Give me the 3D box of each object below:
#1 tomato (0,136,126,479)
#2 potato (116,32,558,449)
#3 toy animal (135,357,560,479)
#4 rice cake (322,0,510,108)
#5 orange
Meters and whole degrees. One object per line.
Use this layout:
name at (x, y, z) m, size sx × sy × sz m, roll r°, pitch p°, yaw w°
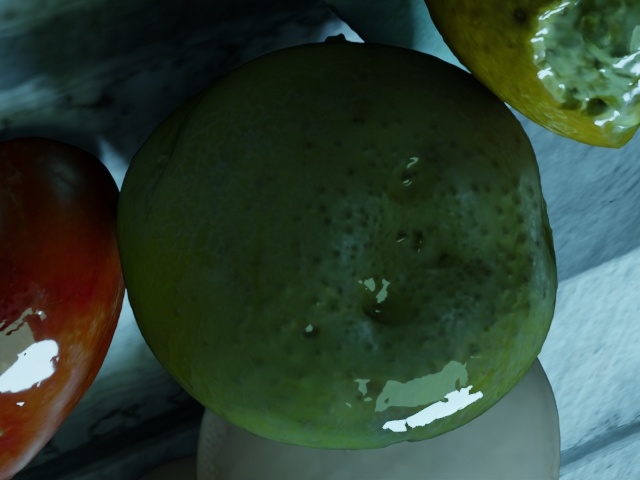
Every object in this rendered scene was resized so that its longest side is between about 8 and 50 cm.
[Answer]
tomato at (-0.139, 0.049, 0.688) m, size 0.166 × 0.082 × 0.174 m, roll -28°, pitch 151°, yaw -6°
potato at (0.000, 0.000, 0.649) m, size 0.157 × 0.157 × 0.194 m, roll -21°, pitch -173°, yaw -17°
toy animal at (-0.030, 0.180, 0.910) m, size 0.278 × 0.345 × 0.247 m, roll 1°, pitch 179°, yaw -15°
rice cake at (0.031, -0.092, 0.665) m, size 0.043 × 0.034 × 0.211 m, roll -44°, pitch 151°, yaw 9°
orange at (0.087, -0.111, 0.589) m, size 0.112 × 0.160 × 0.170 m, roll 9°, pitch 159°, yaw 23°
